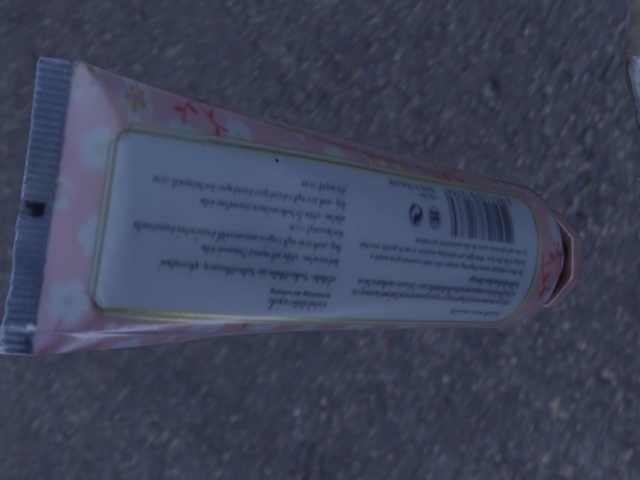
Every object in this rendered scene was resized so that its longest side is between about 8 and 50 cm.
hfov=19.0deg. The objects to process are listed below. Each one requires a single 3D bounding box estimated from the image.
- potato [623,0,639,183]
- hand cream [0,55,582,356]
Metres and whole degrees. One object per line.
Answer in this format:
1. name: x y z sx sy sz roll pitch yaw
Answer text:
1. potato: 0.302 -0.140 1.218 0.211 0.264 0.189 -10 140 19
2. hand cream: 0.000 0.000 0.499 0.043 0.209 0.067 12 93 40
